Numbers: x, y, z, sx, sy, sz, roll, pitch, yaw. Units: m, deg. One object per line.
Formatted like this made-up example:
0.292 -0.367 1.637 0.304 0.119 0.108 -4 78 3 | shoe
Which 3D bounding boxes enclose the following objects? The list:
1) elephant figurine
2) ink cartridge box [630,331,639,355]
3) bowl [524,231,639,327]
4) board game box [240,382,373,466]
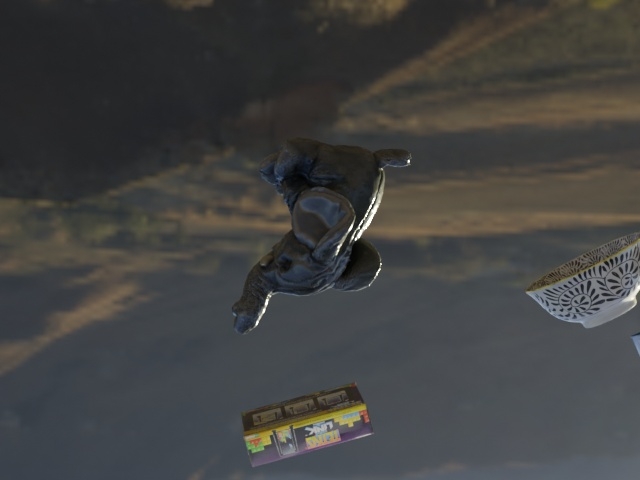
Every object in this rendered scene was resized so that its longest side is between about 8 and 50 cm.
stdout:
0.000 0.000 2.066 0.169 0.239 0.186 17 146 -27 | elephant figurine
0.402 0.103 1.591 0.143 0.092 0.090 -24 177 -13 | ink cartridge box
0.355 0.061 2.068 0.170 0.080 0.170 -26 -178 1 | bowl
-0.020 0.250 2.202 0.170 0.048 0.141 -15 -171 -2 | board game box
